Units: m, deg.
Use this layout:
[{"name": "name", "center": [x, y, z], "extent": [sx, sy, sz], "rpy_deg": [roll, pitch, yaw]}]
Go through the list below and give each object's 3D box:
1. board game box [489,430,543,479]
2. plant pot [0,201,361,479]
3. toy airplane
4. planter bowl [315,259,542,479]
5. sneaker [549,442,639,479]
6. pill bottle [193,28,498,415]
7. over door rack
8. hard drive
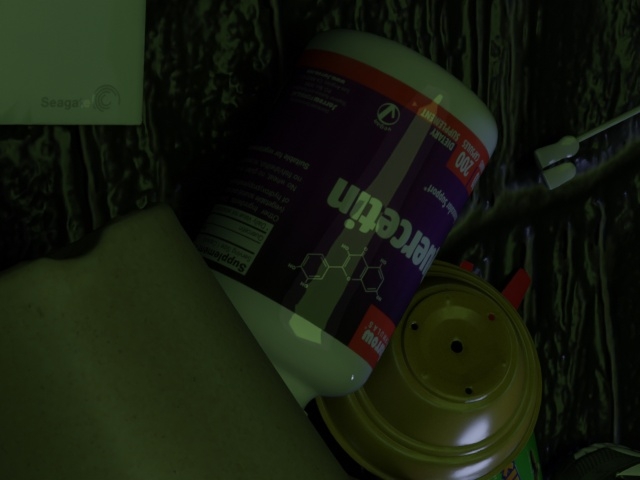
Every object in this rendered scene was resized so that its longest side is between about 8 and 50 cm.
[{"name": "board game box", "center": [0.136, 0.255, 1.570], "extent": [0.259, 0.039, 0.124], "rpy_deg": [-26, 108, -50]}, {"name": "plant pot", "center": [-0.141, 0.152, 1.194], "extent": [0.334, 0.334, 0.305], "rpy_deg": [-27, 94, -26]}, {"name": "toy airplane", "center": [0.147, 0.074, 1.602], "extent": [0.151, 0.028, 0.151], "rpy_deg": [-6, 100, -33]}, {"name": "planter bowl", "center": [0.106, 0.103, 1.483], "extent": [0.217, 0.090, 0.217], "rpy_deg": [5, 69, -13]}, {"name": "sneaker", "center": [0.334, 0.251, 1.699], "extent": [0.234, 0.106, 0.078], "rpy_deg": [9, 93, -36]}, {"name": "pill bottle", "center": [0.000, 0.000, 1.404], "extent": [0.181, 0.181, 0.323], "rpy_deg": [34, 80, -32]}, {"name": "over door rack", "center": [0.286, -0.237, 1.599], "extent": [0.324, 0.108, 0.239], "rpy_deg": [-30, 112, -10]}, {"name": "hard drive", "center": [-0.227, -0.243, 1.302], "extent": [0.203, 0.040, 0.308], "rpy_deg": [-2, 99, -32]}]
